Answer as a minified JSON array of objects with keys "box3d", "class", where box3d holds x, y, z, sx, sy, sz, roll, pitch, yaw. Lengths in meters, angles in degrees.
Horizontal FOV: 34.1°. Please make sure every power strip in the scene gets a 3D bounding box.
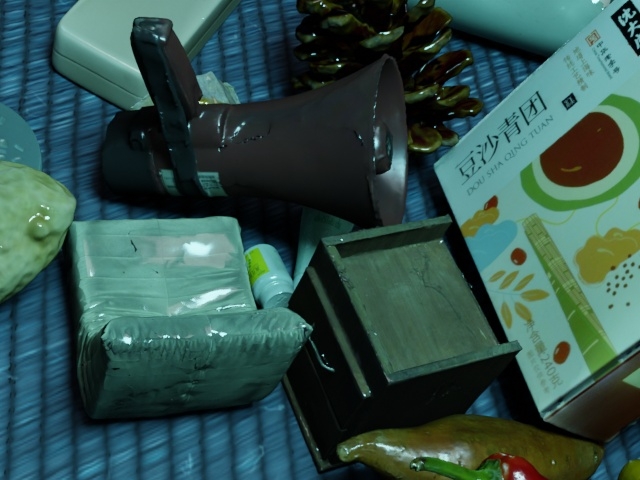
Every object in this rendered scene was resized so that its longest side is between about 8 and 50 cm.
[{"box3d":[-0.373,-0.070,1.134,0.137,0.044,0.216,7,53,-17],"class":"power strip"}]

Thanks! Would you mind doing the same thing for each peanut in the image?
[{"box3d":[-0.381,0.018,0.988,0.313,0.152,0.152,-30,69,-19],"class":"peanut"}]

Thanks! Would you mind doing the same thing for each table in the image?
[{"box3d":[0.063,0.106,1.072,0.173,0.193,0.169,-10,60,-27],"class":"table"}]

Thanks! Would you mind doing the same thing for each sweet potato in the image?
[{"box3d":[0.170,0.235,1.071,0.359,0.112,0.112,11,51,-29],"class":"sweet potato"}]

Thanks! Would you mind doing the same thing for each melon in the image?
[{"box3d":[-0.125,-0.149,1.258,0.203,0.093,0.139,26,44,-7],"class":"melon"}]

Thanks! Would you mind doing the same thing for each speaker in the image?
[{"box3d":[-0.080,-0.103,1.090,0.330,0.259,0.198,1,84,8],"class":"speaker"}]

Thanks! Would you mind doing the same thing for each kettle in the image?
[{"box3d":[0.247,-0.392,1.530,0.318,0.265,0.205,15,83,-10],"class":"kettle"}]

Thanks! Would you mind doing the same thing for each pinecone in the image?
[{"box3d":[0.074,-0.225,1.283,0.244,0.309,0.244,-7,28,3],"class":"pinecone"}]

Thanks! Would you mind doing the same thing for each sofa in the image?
[{"box3d":[-0.147,0.052,1.044,0.210,0.176,0.225,-1,56,-21],"class":"sofa"}]

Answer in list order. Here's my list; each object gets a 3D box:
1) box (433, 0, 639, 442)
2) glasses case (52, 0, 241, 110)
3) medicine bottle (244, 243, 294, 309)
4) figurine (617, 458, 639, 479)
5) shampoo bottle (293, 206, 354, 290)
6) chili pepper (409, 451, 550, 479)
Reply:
[{"box3d":[0.332,-0.038,1.140,0.122,0.344,0.385,22,36,-38],"class":"box"},{"box3d":[-0.202,-0.309,1.351,0.144,0.076,0.336,30,51,1],"class":"glasses case"},{"box3d":[-0.057,0.045,1.153,0.047,0.047,0.083,-3,39,-23],"class":"medicine bottle"},{"box3d":[0.377,0.305,1.043,0.228,0.215,0.215,-12,61,-30],"class":"figurine"},{"box3d":[0.000,0.000,1.225,0.069,0.041,0.190,23,51,-7],"class":"shampoo bottle"},{"box3d":[0.220,0.327,0.968,0.137,0.092,0.368,-32,93,-39],"class":"chili pepper"}]
